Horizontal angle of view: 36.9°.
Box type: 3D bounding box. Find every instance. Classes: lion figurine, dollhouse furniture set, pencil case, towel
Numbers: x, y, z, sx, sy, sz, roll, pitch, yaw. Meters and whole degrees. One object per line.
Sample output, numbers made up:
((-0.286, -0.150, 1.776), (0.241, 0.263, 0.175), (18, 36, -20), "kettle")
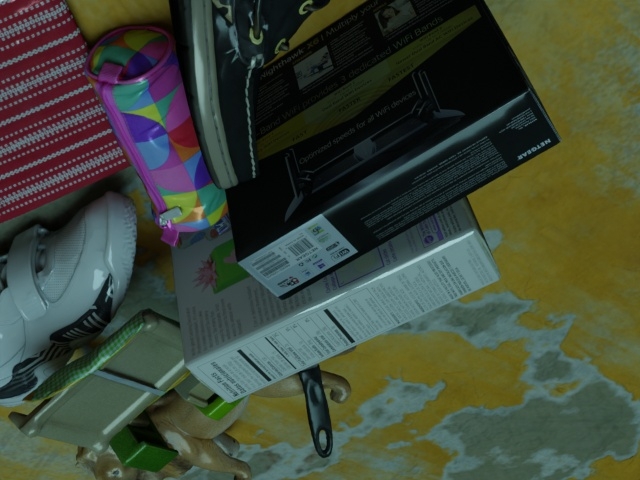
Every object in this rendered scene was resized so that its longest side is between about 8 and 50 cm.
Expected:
((-0.148, 0.226, 1.348), (0.240, 0.142, 0.392), (34, 105, -30), "lion figurine")
((-0.234, 0.143, 1.150), (0.197, 0.151, 0.301), (-42, 151, 3), "dollhouse furniture set")
((-0.162, -0.106, 0.997), (0.104, 0.104, 0.236), (-16, 134, 1), "pencil case")
((-0.315, -0.143, 0.951), (0.199, 0.031, 0.275), (-24, 137, -5), "towel")

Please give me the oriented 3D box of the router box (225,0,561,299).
((0.046, -0.117, 0.942), (0.309, 0.243, 0.081), (-30, 135, 16), "router box")

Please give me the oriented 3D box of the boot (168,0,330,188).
((0.009, -0.235, 0.851), (0.284, 0.138, 0.377), (-7, 114, -12), "boot")

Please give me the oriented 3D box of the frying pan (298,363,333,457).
((-0.001, 0.119, 1.254), (0.197, 0.053, 0.326), (-35, 121, -4), "frying pan")

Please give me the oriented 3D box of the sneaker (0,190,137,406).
((-0.368, 0.059, 1.087), (0.210, 0.137, 0.366), (20, 130, -35), "sneaker")

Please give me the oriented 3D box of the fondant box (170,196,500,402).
((0.000, 0.000, 1.054), (0.330, 0.238, 0.096), (-25, 137, 11), "fondant box")
